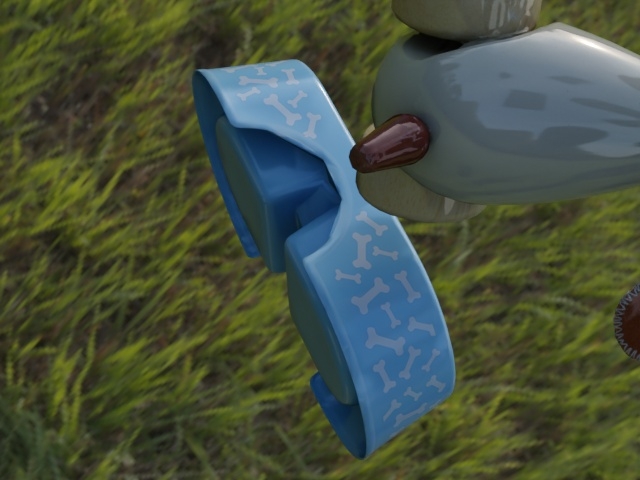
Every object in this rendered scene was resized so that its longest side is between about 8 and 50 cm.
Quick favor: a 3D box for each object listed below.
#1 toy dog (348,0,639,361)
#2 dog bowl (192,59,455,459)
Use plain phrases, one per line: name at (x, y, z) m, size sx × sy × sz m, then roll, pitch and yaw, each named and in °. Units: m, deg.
toy dog at (0.149, -0.048, 0.723) m, size 0.161 × 0.333 × 0.220 m, roll -47°, pitch 128°, yaw -51°
dog bowl at (0.000, 0.000, 0.942) m, size 0.074 × 0.166 × 0.297 m, roll -22°, pitch 60°, yaw -11°
